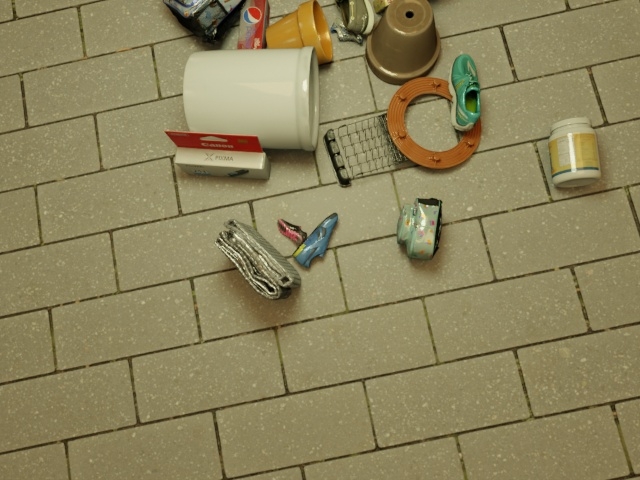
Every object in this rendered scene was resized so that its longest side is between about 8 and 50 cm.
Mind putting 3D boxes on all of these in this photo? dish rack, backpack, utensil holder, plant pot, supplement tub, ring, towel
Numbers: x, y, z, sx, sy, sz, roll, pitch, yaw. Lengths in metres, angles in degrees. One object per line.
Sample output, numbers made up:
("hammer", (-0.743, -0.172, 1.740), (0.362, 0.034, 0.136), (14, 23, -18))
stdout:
("dish rack", (0.162, -0.319, 1.692), (0.272, 0.074, 0.208), (-18, 82, -2))
("backpack", (-0.396, -0.862, 1.701), (0.263, 0.213, 0.276), (-41, 60, -6))
("utensil holder", (-0.208, -0.459, 1.607), (0.386, 0.327, 0.327), (3, 81, 6))
("plant pot", (-0.078, -0.698, 1.710), (0.188, 0.205, 0.204), (-10, 80, 18))
("backpack", (0.318, -0.030, 1.589), (0.145, 0.166, 0.188), (1, 78, 4))
("supplement tub", (0.827, -0.284, 1.613), (0.145, 0.144, 0.199), (-2, 81, 3))
("plant pot", (0.283, -0.694, 1.663), (0.263, 0.229, 0.262), (-1, 81, 4))
("ring", (0.391, -0.406, 1.678), (0.337, 0.032, 0.336), (2, 76, -8))
("towel", (-0.200, 0.070, 1.569), (0.284, 0.235, 0.121), (43, 92, 8))

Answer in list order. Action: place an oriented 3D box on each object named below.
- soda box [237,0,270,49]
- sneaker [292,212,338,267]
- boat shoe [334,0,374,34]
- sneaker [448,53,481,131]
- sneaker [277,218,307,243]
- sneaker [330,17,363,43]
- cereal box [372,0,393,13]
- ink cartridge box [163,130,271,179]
("soda box", (-0.239, -0.740, 1.769), (0.092, 0.083, 0.263), (4, 82, 4))
("sneaker", (0.000, 0.000, 1.656), (0.082, 0.069, 0.209), (41, 86, -4))
("boat shoe", (0.099, -0.854, 1.732), (0.091, 0.109, 0.304), (-7, 68, -22))
("sneaker", (0.496, -0.501, 1.643), (0.107, 0.110, 0.275), (2, 75, -9))
("sneaker", (-0.095, -0.038, 1.679), (0.119, 0.047, 0.057), (39, 50, 18))
("sneaker", (0.092, -0.737, 1.774), (0.135, 0.052, 0.058), (39, 95, 15))
("cereal box", (0.314, -0.859, 1.715), (0.240, 0.173, 0.047), (-19, 108, -1))
("ink cartridge box", (-0.329, -0.272, 1.612), (0.297, 0.261, 0.066), (4, 81, 4))
